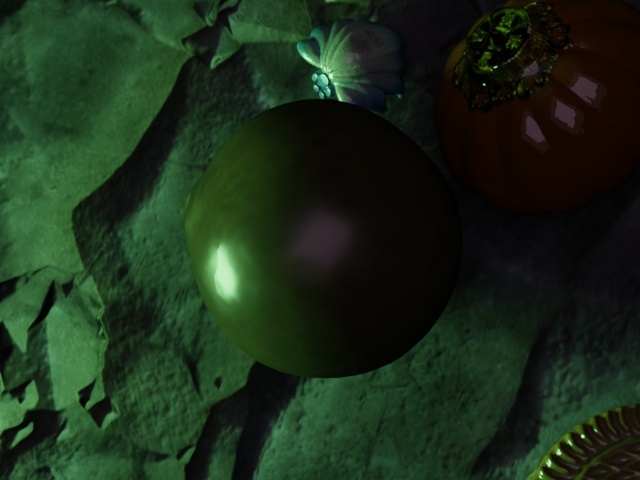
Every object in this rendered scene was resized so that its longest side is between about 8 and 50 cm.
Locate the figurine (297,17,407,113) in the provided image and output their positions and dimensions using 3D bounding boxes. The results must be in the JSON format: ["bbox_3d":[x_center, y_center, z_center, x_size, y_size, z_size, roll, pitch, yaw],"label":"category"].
[{"bbox_3d":[0.041,-0.174,1.612,0.114,0.079,0.114,9,50,-10],"label":"figurine"}]

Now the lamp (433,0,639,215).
[{"bbox_3d":[0.207,-0.128,1.510,0.223,0.196,0.223,-24,45,26],"label":"lamp"}]

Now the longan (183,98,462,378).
[{"bbox_3d":[0.000,0.000,1.498,0.258,0.258,0.258,-1,81,8],"label":"longan"}]

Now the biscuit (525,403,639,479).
[{"bbox_3d":[0.286,0.273,1.479,0.259,0.079,0.259,0,72,-1],"label":"biscuit"}]
